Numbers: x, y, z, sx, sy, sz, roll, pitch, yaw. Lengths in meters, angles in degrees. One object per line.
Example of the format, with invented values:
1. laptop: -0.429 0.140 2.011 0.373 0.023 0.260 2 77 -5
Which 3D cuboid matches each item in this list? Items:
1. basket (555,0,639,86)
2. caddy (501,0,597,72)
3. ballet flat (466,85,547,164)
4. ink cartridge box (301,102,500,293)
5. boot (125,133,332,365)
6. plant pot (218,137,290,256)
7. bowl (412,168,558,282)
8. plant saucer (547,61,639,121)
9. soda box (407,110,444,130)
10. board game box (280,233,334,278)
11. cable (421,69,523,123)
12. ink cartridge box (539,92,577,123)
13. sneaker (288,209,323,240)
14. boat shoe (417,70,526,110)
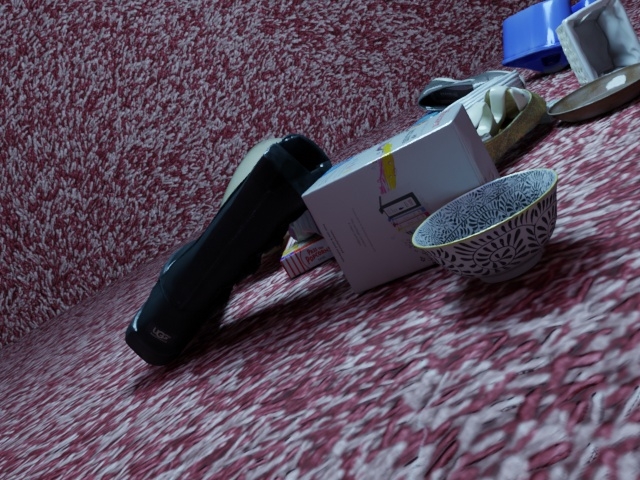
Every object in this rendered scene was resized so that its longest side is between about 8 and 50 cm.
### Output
1. basket: 0.579 -0.404 1.209 0.113 0.167 0.103 -28 5 10
2. caddy: 0.682 -0.585 1.704 0.241 0.179 0.341 -9 7 -12
3. ballet flat: 0.325 -0.223 1.094 0.348 0.123 0.123 -43 16 -29
4. ink cartridge box: 0.130 -0.064 0.839 0.232 0.168 0.171 -24 12 25
5. boot: -0.151 -0.022 1.060 0.445 0.146 0.367 -51 14 26
6. plant pot: -0.130 -0.075 1.364 0.256 0.256 0.274 -23 18 30
7. bowl: 0.197 -0.005 0.648 0.170 0.080 0.170 -29 12 7
8. plant saucer: 0.525 -0.269 1.076 0.198 0.036 0.198 -29 12 7
9. soda box: 0.348 -0.355 1.788 0.067 0.071 0.210 -18 16 41
10. board game box: 0.000 0.000 1.199 0.146 0.045 0.193 -28 12 10
11. cable: 0.397 -0.332 1.477 0.257 0.089 0.257 -29 4 31
12. ink cartridge box: 0.501 -0.282 1.204 0.115 0.029 0.063 -32 12 -6
13. sneaker: 0.011 -0.061 1.107 0.104 0.095 0.236 -27 9 -24
14. boat shoe: 0.427 -0.416 1.678 0.095 0.112 0.335 -45 34 -24
